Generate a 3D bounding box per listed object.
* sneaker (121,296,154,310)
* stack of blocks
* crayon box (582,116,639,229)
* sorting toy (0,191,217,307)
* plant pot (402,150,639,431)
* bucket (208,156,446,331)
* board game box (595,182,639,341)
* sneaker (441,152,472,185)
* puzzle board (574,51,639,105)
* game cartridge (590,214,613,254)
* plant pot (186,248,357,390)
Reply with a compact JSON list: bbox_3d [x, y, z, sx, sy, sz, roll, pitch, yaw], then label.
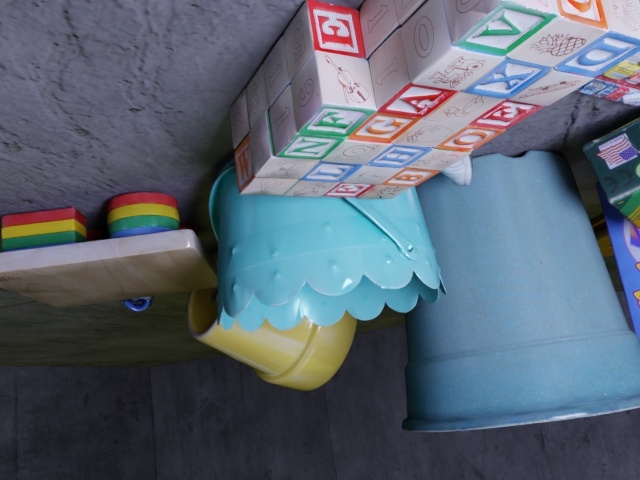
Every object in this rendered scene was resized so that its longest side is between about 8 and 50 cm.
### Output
[{"bbox_3d":[-0.337,0.088,1.080,0.083,0.087,0.221,-2,165,-18],"label":"sneaker"},{"bbox_3d":[0.060,-0.123,0.467,0.171,0.087,0.297,0,164,-29],"label":"stack of blocks"},{"bbox_3d":[0.478,-0.096,0.756,0.202,0.081,0.318,-29,157,30],"label":"crayon box"},{"bbox_3d":[-0.281,0.015,0.819,0.256,0.089,0.257,-7,165,-3],"label":"sorting toy"},{"bbox_3d":[0.257,0.074,0.847,0.341,0.334,0.341,-7,165,-2],"label":"plant pot"},{"bbox_3d":[0.000,0.000,0.727,0.281,0.183,0.281,-8,165,-2],"label":"bucket"},{"bbox_3d":[0.587,0.050,0.908,0.233,0.347,0.078,-16,164,29],"label":"board game box"},{"bbox_3d":[0.142,-0.104,0.681,0.061,0.053,0.152,-3,162,18],"label":"sneaker"},{"bbox_3d":[0.327,-0.166,0.603,0.128,0.011,0.096,0,164,-32],"label":"puzzle board"},{"bbox_3d":[0.710,-0.021,1.323,0.324,0.052,0.285,-8,166,-9],"label":"game cartridge"},{"bbox_3d":[-0.099,0.125,1.090,0.239,0.254,0.254,22,151,-33],"label":"plant pot"}]
